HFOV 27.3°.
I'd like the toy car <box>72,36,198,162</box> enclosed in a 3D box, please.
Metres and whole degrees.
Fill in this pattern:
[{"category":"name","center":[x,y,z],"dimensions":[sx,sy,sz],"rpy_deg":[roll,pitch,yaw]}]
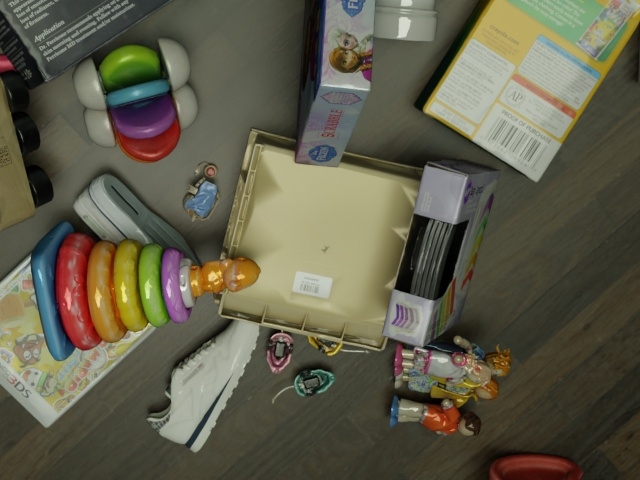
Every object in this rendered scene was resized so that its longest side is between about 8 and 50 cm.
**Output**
[{"category":"toy car","center":[-0.245,-0.180,1.803],"dimensions":[0.159,0.136,0.182],"rpy_deg":[-15,143,-8]}]

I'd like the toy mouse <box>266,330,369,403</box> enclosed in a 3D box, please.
[{"category":"toy mouse","center":[-0.033,0.182,1.973],"dimensions":[0.161,0.031,0.143],"rpy_deg":[31,96,-10]}]

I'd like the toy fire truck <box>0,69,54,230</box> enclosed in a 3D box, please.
[{"category":"toy fire truck","center":[-0.515,-0.133,1.816],"dimensions":[0.158,0.246,0.217],"rpy_deg":[-29,122,-34]}]

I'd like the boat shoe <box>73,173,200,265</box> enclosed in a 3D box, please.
[{"category":"boat shoe","center":[-0.261,0.003,1.902],"dimensions":[0.076,0.083,0.226],"rpy_deg":[-33,103,29]}]

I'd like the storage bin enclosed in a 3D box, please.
[{"category":"storage bin","center":[0.000,0.000,1.896],"dimensions":[0.262,0.123,0.260],"rpy_deg":[13,100,-9]}]

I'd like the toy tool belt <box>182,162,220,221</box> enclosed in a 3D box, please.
[{"category":"toy tool belt","center":[-0.169,-0.068,1.900],"dimensions":[0.052,0.051,0.083],"rpy_deg":[22,98,-10]}]

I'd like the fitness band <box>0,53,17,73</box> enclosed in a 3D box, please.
[{"category":"fitness band","center":[-0.496,-0.335,1.818],"dimensions":[0.291,0.054,0.209],"rpy_deg":[4,103,-6]}]

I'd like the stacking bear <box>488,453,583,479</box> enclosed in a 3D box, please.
[{"category":"stacking bear","center":[0.303,0.490,2.010],"dimensions":[0.164,0.175,0.289],"rpy_deg":[8,107,-9]}]

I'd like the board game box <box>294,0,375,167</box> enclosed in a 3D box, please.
[{"category":"board game box","center":[0.020,-0.290,1.691],"dimensions":[0.066,0.318,0.318],"rpy_deg":[5,75,-5]}]

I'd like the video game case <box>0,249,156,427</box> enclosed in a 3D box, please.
[{"category":"video game case","center":[-0.391,0.129,1.929],"dimensions":[0.227,0.026,0.206],"rpy_deg":[-43,102,3]}]

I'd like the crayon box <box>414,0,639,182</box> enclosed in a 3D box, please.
[{"category":"crayon box","center":[0.308,-0.274,1.894],"dimensions":[0.203,0.083,0.323],"rpy_deg":[31,97,-11]}]

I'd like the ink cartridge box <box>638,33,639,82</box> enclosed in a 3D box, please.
[{"category":"ink cartridge box","center":[0.536,-0.315,1.913],"dimensions":[0.127,0.072,0.175],"rpy_deg":[-1,101,-5]}]

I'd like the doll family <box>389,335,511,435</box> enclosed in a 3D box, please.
[{"category":"doll family","center":[0.193,0.191,1.928],"dimensions":[0.163,0.263,0.118],"rpy_deg":[8,58,6]}]

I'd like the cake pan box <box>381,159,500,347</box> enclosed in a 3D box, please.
[{"category":"cake pan box","center":[0.170,0.011,1.845],"dimensions":[0.070,0.267,0.245],"rpy_deg":[15,97,16]}]

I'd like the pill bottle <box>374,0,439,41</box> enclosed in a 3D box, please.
[{"category":"pill bottle","center":[0.120,-0.395,1.826],"dimensions":[0.131,0.131,0.229],"rpy_deg":[3,101,-7]}]

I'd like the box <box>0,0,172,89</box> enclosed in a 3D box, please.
[{"category":"box","center":[-0.316,-0.420,1.715],"dimensions":[0.343,0.179,0.312],"rpy_deg":[-36,104,-14]}]

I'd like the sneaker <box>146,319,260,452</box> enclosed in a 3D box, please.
[{"category":"sneaker","center":[-0.167,0.195,1.939],"dimensions":[0.095,0.090,0.235],"rpy_deg":[29,95,-1]}]

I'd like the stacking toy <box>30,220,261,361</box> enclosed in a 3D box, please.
[{"category":"stacking toy","center":[-0.229,0.060,1.803],"dimensions":[0.302,0.175,0.165],"rpy_deg":[-6,111,6]}]
